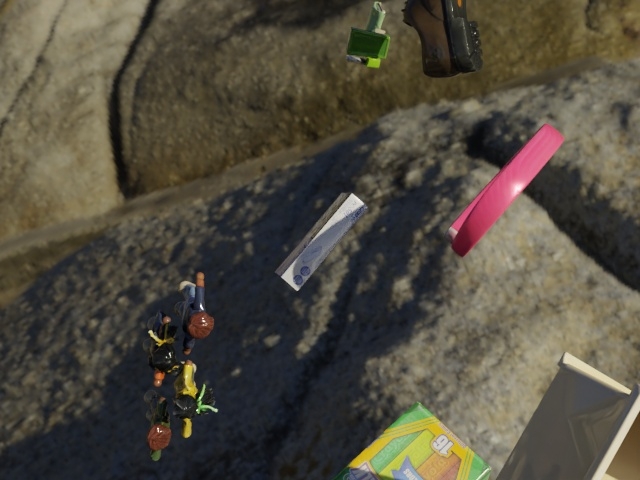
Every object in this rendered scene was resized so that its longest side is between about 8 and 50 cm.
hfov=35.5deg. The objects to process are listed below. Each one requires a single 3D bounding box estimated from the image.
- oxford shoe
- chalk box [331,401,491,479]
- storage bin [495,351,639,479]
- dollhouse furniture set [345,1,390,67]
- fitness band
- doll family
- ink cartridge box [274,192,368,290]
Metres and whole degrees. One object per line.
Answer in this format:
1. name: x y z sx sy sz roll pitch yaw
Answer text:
1. oxford shoe: 0.143 -0.322 1.302 0.096 0.227 0.083 -10 -7 29
2. chalk box: 0.092 0.337 1.267 0.213 0.132 0.132 -39 65 -24
3. storage bin: 0.256 0.270 0.817 0.262 0.260 0.123 -60 19 -1
4. dollhouse furniture set: 0.063 -0.307 1.491 0.058 0.076 0.152 9 26 -8
5. fitness band: 0.301 -0.086 1.649 0.291 0.054 0.209 -45 -7 -43
6. doll family: -0.144 0.127 1.011 0.076 0.193 0.111 -3 11 -9
7. ink cartridge box: 0.000 0.000 1.909 0.207 0.046 0.097 -50 10 -4
